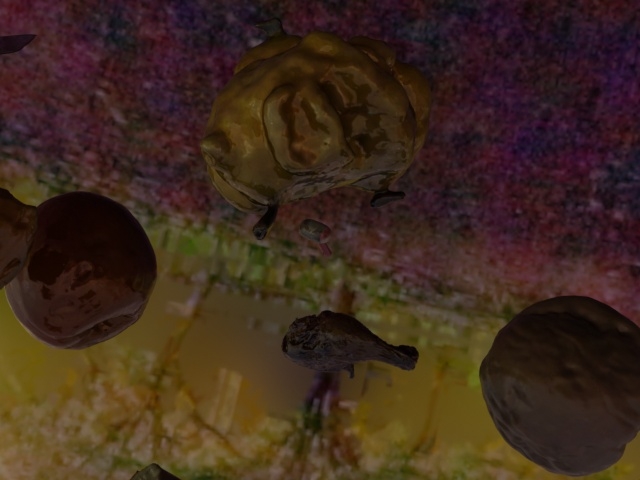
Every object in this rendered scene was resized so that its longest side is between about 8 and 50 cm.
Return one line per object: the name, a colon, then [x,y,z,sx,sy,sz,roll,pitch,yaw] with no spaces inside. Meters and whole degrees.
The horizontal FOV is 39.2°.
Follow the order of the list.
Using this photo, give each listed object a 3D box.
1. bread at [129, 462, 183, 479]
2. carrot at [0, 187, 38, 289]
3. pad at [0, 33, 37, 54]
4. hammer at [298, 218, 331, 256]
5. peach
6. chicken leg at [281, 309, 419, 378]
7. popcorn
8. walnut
bread: [-0.195,0.527,1.296,0.341,0.300,0.210,40,-172,-31]
carrot: [-0.687,0.018,1.541,0.340,0.242,0.241,-3,167,17]
pad: [-0.654,-0.342,1.604,0.267,0.004,0.181,-6,-157,-1]
hammer: [0.000,0.000,1.392,0.052,0.031,0.083,25,158,34]
peach: [-0.520,0.059,1.932,0.342,0.302,0.343,-30,167,-8]
chicken leg: [0.044,0.223,1.837,0.177,0.083,0.322,45,142,-22]
popcorn: [-0.019,-0.158,1.169,0.297,0.281,0.316,-19,-179,23]
walnut: [0.336,0.193,1.232,0.248,0.248,0.248,13,171,2]
